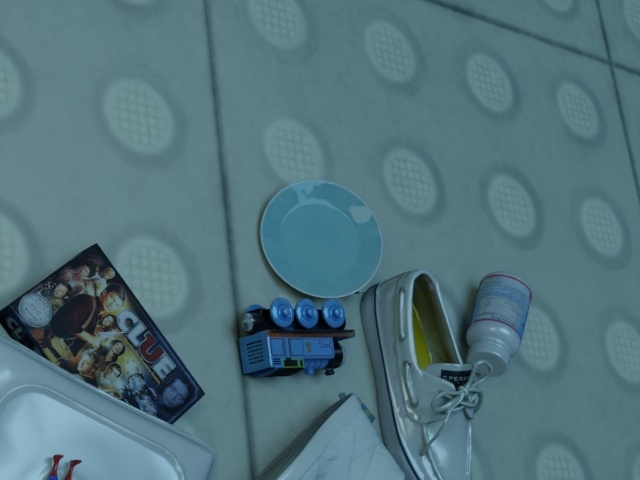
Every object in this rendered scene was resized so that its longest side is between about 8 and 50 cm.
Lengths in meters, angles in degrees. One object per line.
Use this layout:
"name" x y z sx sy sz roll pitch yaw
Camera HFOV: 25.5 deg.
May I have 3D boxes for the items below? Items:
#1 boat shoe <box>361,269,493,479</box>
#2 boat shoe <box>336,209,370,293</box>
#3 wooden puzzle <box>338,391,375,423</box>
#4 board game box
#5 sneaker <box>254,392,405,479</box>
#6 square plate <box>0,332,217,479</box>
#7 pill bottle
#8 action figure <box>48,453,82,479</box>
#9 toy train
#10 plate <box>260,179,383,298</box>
"boat shoe" 0.178 0.213 2.060 0.136 0.156 0.367 4 66 -41
"boat shoe" 0.043 0.021 2.116 0.049 0.042 0.133 0 65 -32
"wooden puzzle" 0.052 0.253 2.034 0.083 0.006 0.049 51 45 -10
"board game box" -0.271 0.144 1.771 0.243 0.042 0.165 55 44 -6
"sneaker" 0.012 0.342 1.881 0.169 0.108 0.292 54 43 -2
"square plate" -0.298 0.321 1.618 0.344 0.049 0.347 32 59 -24
"pill bottle" 0.280 0.133 2.243 0.087 0.087 0.160 38 49 -22
"action figure" -0.294 0.298 1.580 0.038 0.030 0.115 24 65 -34
"toy train" -0.033 0.137 1.970 0.184 0.080 0.105 4 76 -43
"plate" 0.000 0.000 2.072 0.188 0.024 0.188 7 65 -16
